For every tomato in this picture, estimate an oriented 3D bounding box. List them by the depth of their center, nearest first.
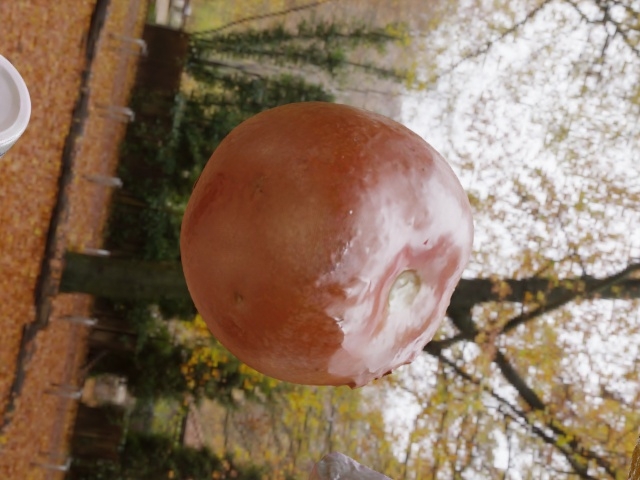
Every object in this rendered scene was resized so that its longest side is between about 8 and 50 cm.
[{"bbox_3d":[0.000,0.000,0.657,0.184,0.208,0.208,32,-63,38],"label":"tomato"}]

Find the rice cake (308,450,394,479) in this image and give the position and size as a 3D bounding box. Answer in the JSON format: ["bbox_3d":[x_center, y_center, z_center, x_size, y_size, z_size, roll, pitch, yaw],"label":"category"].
[{"bbox_3d":[0.120,0.319,0.939,0.050,0.297,0.106,-57,168,-42],"label":"rice cake"}]

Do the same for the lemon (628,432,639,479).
[{"bbox_3d":[0.400,0.225,0.761,0.293,0.293,0.293,-170,-90,-80],"label":"lemon"}]

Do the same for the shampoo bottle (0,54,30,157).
[{"bbox_3d":[-0.344,-0.054,0.747,0.303,0.092,0.092,-29,-134,43],"label":"shampoo bottle"}]
